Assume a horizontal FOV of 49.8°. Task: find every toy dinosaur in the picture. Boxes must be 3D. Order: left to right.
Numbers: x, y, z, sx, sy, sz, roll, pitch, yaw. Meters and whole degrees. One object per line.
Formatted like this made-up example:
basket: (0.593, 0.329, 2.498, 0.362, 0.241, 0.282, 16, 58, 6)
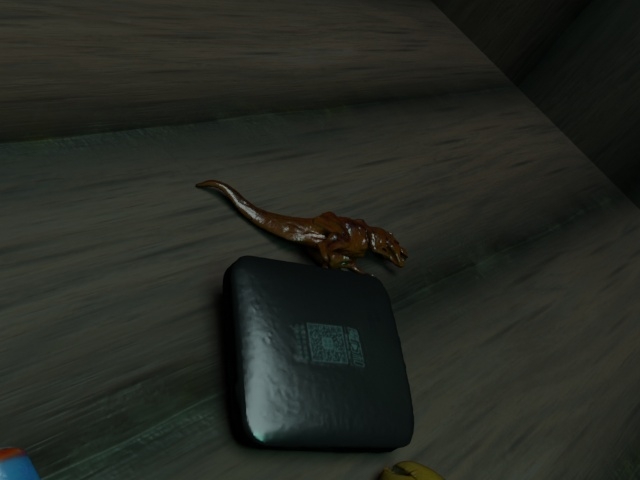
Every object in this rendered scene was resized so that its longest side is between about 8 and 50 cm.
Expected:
toy dinosaur: (0.000, 0.000, 1.213, 0.432, 0.097, 0.208, 19, 31, -26)

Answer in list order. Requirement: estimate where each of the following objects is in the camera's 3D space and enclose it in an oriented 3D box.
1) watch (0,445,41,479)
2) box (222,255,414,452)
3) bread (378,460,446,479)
watch: (-0.335, 0.330, 0.515, 0.305, 0.241, 0.274, -18, 77, -47)
box: (-0.005, 0.169, 1.027, 0.289, 0.073, 0.290, 10, 53, -29)
bread: (0.151, 0.378, 0.935, 0.114, 0.077, 0.189, -27, 61, -23)
